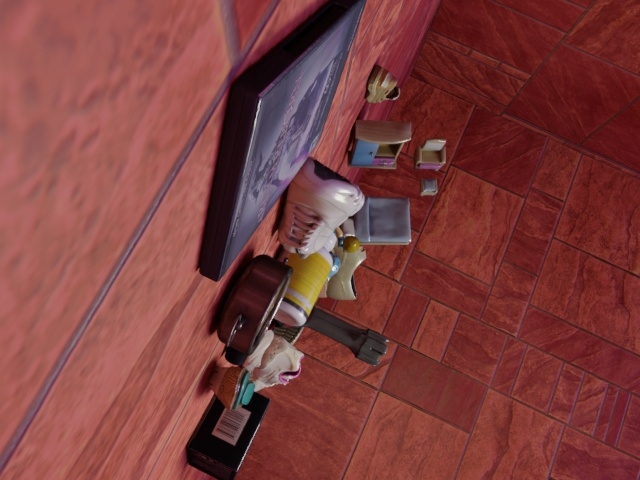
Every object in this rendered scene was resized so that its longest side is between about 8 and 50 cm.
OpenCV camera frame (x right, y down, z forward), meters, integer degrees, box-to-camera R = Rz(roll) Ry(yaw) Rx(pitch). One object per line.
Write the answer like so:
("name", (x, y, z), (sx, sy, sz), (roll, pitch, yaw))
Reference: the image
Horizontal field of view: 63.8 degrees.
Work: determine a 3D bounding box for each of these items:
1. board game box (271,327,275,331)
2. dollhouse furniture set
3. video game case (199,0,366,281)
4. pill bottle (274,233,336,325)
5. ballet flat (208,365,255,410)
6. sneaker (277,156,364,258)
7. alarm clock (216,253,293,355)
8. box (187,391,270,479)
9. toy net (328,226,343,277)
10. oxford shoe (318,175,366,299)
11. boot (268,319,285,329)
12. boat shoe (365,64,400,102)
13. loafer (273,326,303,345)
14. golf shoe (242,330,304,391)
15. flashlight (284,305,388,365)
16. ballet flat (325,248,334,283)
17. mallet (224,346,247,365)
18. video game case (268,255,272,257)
("board game box", (-0.121, 0.200, 1.416), (0.169, 0.033, 0.133), (-59, -179, -12))
("dollhouse furniture set", (0.192, -0.119, 1.310), (0.198, 0.286, 0.304), (102, -11, -77))
("video game case", (-0.029, -0.113, 0.495), (0.274, 0.026, 0.196), (-63, 176, -47))
("pill bottle", (-0.039, 0.059, 0.969), (0.184, 0.103, 0.103), (-63, 177, -23))
("ballet flat", (-0.153, 0.245, 0.861), (0.206, 0.067, 0.073), (101, 10, -67))
("sneaker", (-0.011, -0.037, 0.769), (0.118, 0.110, 0.292), (-55, 175, -9))
("alarm clock", (-0.091, 0.086, 0.665), (0.192, 0.064, 0.129), (-62, 177, -77))
("box", (-0.192, 0.401, 1.067), (0.207, 0.108, 0.153), (112, 4, -55))
("toy net", (0.010, -0.030, 1.239), (0.122, 0.045, 0.232), (25, 61, -54))
("oxford shoe", (0.078, -0.002, 1.599), (0.140, 0.146, 0.397), (-55, 153, -67))
("boot", (-0.079, 0.124, 1.189), (0.176, 0.088, 0.244), (-48, -176, -7))
("boat shoe", (0.146, -0.343, 1.177), (0.190, 0.072, 0.068), (-49, 164, -80))
("loafer", (-0.085, 0.233, 1.616), (0.092, 0.101, 0.269), (97, 17, -62))
("golf shoe", (-0.129, 0.324, 1.266), (0.306, 0.140, 0.115), (113, 2, -55))
("flashlight", (0.015, 0.218, 1.293), (0.103, 0.304, 0.103), (-64, 178, 25))
("ballet flat", (0.000, 0.000, 1.316), (0.079, 0.076, 0.222), (53, 42, -63))
("mallet", (-0.132, 0.168, 0.939), (0.190, 0.039, 0.062), (-72, -175, -83))
("video game case", (-0.093, 0.095, 0.850), (0.087, 0.011, 0.122), (90, 9, -71))
